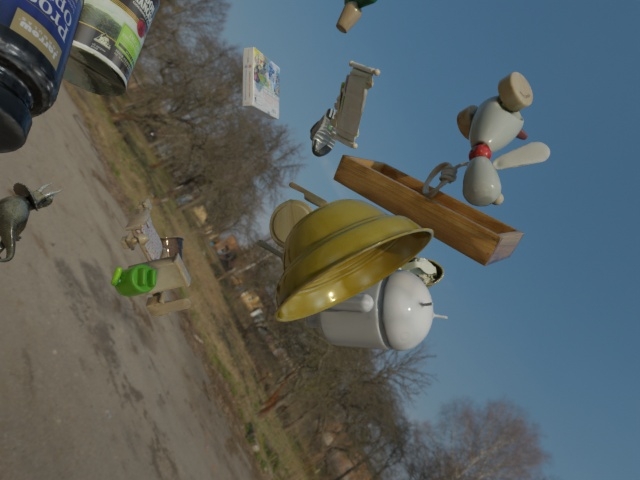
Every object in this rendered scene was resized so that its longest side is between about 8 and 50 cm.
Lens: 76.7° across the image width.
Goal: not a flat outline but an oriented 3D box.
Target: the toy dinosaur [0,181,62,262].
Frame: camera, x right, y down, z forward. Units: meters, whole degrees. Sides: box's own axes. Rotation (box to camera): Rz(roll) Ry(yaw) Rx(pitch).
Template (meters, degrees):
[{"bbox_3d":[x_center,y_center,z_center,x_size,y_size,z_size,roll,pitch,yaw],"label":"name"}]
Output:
[{"bbox_3d":[-0.784,-0.055,1.017,0.121,0.160,0.313,29,12,-27],"label":"toy dinosaur"}]

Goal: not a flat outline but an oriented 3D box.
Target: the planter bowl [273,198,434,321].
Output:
[{"bbox_3d":[0.023,0.011,0.506,0.090,0.217,0.217,61,-13,19],"label":"planter bowl"}]

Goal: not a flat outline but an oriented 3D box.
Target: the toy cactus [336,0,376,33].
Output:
[{"bbox_3d":[0.099,-0.623,1.032,0.112,0.180,0.219,32,2,-43],"label":"toy cactus"}]

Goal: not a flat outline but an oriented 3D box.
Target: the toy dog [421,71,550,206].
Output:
[{"bbox_3d":[0.392,-0.196,0.894,0.161,0.333,0.220,31,-11,-18],"label":"toy dog"}]

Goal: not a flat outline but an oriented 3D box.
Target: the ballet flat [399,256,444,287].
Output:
[{"bbox_3d":[0.250,0.088,1.290,0.123,0.349,0.123,-33,-128,56],"label":"ballet flat"}]

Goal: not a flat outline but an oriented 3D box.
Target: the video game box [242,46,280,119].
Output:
[{"bbox_3d":[-0.201,-0.532,1.394,0.205,0.048,0.187,-10,104,-71],"label":"video game box"}]

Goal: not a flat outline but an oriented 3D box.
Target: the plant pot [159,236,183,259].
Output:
[{"bbox_3d":[-0.656,0.082,1.713,0.167,0.167,0.165,133,-53,-76],"label":"plant pot"}]

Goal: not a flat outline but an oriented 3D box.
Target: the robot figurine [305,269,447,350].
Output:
[{"bbox_3d":[0.132,0.175,1.041,0.300,0.354,0.199,20,70,-56],"label":"robot figurine"}]

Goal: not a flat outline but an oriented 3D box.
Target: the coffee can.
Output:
[{"bbox_3d":[-0.551,-0.541,1.021,0.201,0.202,0.275,119,-16,-74],"label":"coffee can"}]

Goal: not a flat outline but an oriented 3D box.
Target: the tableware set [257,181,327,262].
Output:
[{"bbox_3d":[0.000,0.000,0.690,0.194,0.128,0.039,31,3,19],"label":"tableware set"}]

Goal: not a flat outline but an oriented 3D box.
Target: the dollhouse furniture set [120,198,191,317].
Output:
[{"bbox_3d":[-0.555,0.044,1.479,0.355,0.174,0.303,-104,-179,-55],"label":"dollhouse furniture set"}]

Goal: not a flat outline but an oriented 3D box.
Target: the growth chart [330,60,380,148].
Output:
[{"bbox_3d":[0.086,-0.379,1.136,0.172,0.021,0.237,56,-39,45],"label":"growth chart"}]

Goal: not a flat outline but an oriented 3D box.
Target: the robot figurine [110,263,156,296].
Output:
[{"bbox_3d":[-0.429,0.094,0.939,0.101,0.115,0.067,14,65,-53],"label":"robot figurine"}]

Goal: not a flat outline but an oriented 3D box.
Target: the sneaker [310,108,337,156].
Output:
[{"bbox_3d":[-0.002,-0.399,1.586,0.086,0.228,0.132,33,-30,-23],"label":"sneaker"}]

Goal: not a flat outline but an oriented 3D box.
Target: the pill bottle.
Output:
[{"bbox_3d":[-0.326,-0.204,0.409,0.123,0.123,0.219,93,-6,-66],"label":"pill bottle"}]

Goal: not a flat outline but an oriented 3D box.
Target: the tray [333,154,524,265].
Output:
[{"bbox_3d":[0.247,-0.082,0.960,0.411,0.203,0.076,36,-66,30],"label":"tray"}]
